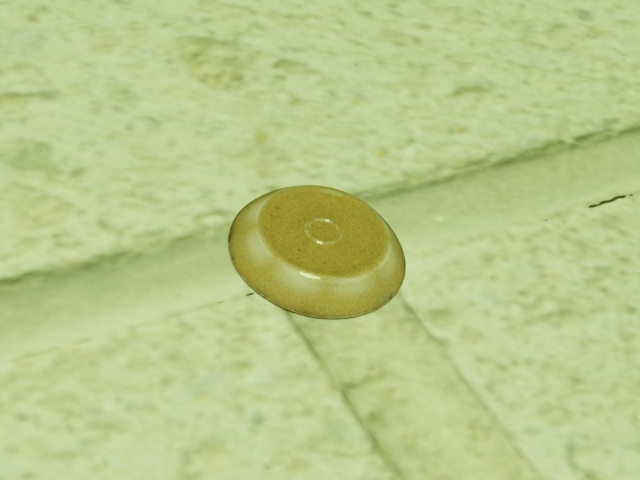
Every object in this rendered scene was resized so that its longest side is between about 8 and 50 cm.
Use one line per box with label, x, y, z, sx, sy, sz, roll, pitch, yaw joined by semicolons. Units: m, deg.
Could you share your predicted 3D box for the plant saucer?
plant saucer;0.000;0.000;0.667;0.083;0.015;0.083;8;44;-8
